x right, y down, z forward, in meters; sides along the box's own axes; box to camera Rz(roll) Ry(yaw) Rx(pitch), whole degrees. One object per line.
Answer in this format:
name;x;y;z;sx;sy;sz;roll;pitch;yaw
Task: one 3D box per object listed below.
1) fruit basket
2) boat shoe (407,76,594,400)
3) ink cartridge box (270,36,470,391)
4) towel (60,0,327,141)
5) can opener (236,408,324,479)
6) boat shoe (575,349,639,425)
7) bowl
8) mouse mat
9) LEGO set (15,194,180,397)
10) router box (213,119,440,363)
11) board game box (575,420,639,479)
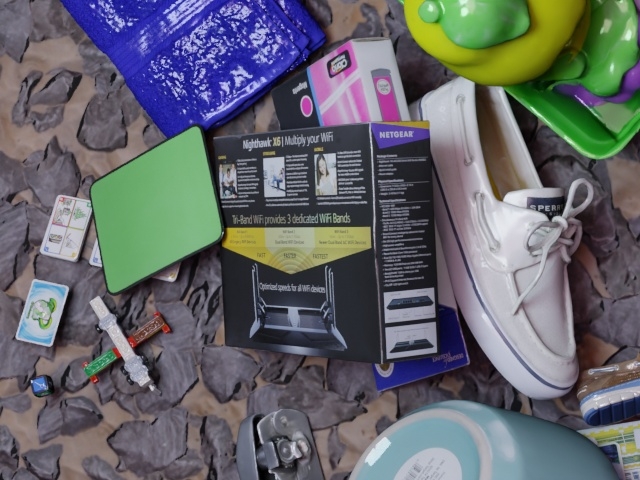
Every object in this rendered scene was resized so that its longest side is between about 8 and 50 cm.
fruit basket;0.216;-0.267;1.596;0.392;0.392;0.283;42;90;15
boat shoe;0.222;-0.019;1.685;0.156;0.136;0.367;-32;70;39
ink cartridge box;0.051;-0.023;1.735;0.176;0.069;0.370;-25;78;54
towel;-0.170;-0.284;1.816;0.228;0.076;0.308;-37;94;9
can opener;-0.025;0.331;1.781;0.095;0.076;0.283;-23;79;45
boat shoe;0.362;0.141;1.680;0.183;0.066;0.066;-14;57;-2
bowl;0.137;0.287;1.601;0.312;0.163;0.311;-27;42;27
mouse mat;-0.193;-0.035;1.824;0.190;0.007;0.152;-26;66;30
LEGO set;-0.261;0.081;1.876;0.183;0.060;0.244;11;77;16
router box;0.000;0.000;1.680;0.309;0.081;0.242;1;95;56
board game box;0.330;0.328;1.599;0.214;0.046;0.317;-12;48;14
